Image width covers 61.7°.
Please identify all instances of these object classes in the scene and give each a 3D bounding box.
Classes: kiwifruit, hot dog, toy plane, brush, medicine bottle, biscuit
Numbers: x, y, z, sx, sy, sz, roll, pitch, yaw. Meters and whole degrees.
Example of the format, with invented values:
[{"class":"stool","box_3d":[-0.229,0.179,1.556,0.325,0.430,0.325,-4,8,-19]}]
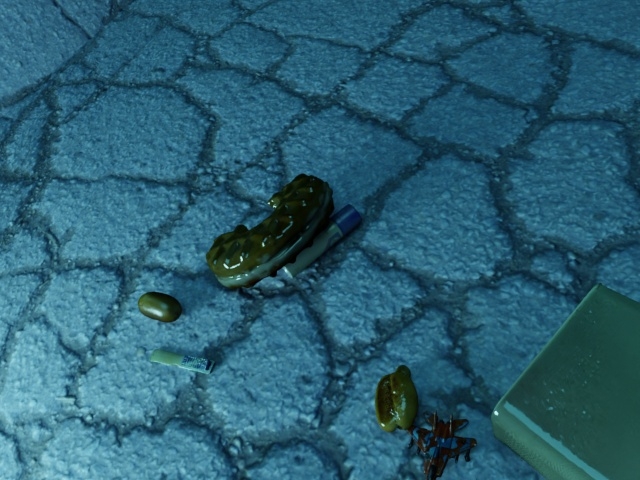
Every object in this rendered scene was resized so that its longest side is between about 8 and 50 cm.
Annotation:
[{"class":"kiwifruit","box_3d":[-0.403,0.167,1.346,0.124,0.075,0.075,13,61,31]},{"class":"hot dog","box_3d":[0.151,0.311,1.063,0.089,0.060,0.140,-33,40,25]},{"class":"toy plane","box_3d":[0.212,0.396,0.974,0.129,0.061,0.189,6,45,22]},{"class":"brush","box_3d":[-0.333,0.284,1.270,0.178,0.030,0.033,6,68,22]},{"class":"medicine bottle","box_3d":[0.000,0.000,1.337,0.230,0.059,0.059,-39,53,-10]},{"class":"biscuit","box_3d":[-0.112,-0.020,1.307,0.366,0.115,0.268,-41,23,-6]}]

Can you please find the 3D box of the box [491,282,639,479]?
[{"class":"box","box_3d":[0.525,0.294,0.878,0.352,0.177,0.343,-44,53,-13]}]
